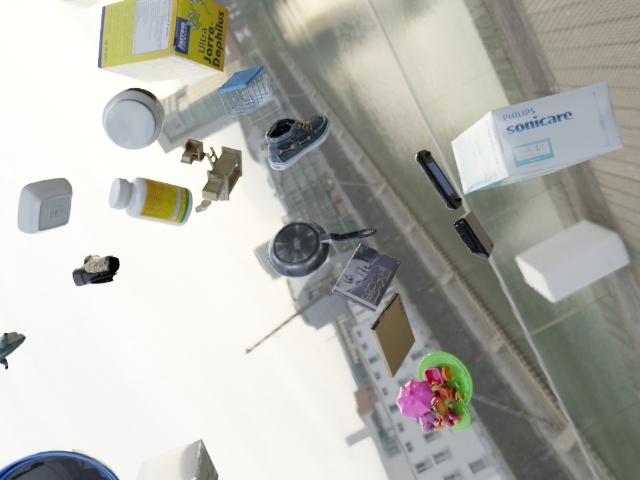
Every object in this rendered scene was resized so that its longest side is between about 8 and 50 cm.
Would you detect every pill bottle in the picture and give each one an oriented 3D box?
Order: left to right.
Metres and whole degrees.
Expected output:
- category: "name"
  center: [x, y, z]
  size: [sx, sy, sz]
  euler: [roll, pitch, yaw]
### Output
- category: "pill bottle"
  center: [-0.418, -0.271, 1.450]
  size: [0.131, 0.131, 0.229]
  euler: [61, 178, -20]
- category: "pill bottle"
  center: [-0.470, -0.111, 1.793]
  size: [0.208, 0.118, 0.118]
  euler: [11, -143, -35]

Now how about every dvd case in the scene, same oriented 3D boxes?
- category: "dvd case"
  center: [0.163, 0.128, 2.263]
  size: [0.164, 0.221, 0.018]
  euler: [26, 152, 12]

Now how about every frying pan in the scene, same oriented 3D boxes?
- category: "frying pan"
  center: [-0.009, 0.026, 1.955]
  size: [0.053, 0.326, 0.197]
  euler: [64, -144, -60]

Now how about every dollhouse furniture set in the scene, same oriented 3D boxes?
- category: "dollhouse furniture set"
  center: [-0.313, -0.163, 1.719]
  size: [0.101, 0.160, 0.182]
  euler: [94, -167, -47]

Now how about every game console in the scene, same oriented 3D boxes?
- category: "game console"
  center: [0.385, -0.108, 1.874]
  size: [0.361, 0.044, 0.213]
  euler: [56, -160, 3]

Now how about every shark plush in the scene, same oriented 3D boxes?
- category: "shark plush"
  center: [-0.776, 0.289, 1.569]
  size: [0.067, 0.073, 0.161]
  euler: [45, -140, -39]

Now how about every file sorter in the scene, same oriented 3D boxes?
- category: "file sorter"
  center: [-0.262, -0.520, 2.260]
  size: [0.170, 0.118, 0.104]
  euler: [-63, -41, -51]

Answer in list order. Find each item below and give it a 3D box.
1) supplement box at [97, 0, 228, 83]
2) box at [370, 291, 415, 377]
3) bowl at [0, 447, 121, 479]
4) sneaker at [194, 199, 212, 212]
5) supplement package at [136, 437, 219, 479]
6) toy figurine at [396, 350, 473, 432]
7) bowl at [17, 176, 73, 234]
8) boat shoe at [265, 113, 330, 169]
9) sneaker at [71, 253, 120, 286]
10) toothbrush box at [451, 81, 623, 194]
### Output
- category: "supplement box"
  center: [-0.468, -0.595, 1.912]
  size: [0.195, 0.356, 0.194]
  euler: [5, -90, -53]
- category: "box"
  center: [0.219, 0.283, 1.933]
  size: [0.021, 0.164, 0.201]
  euler: [5, 131, 36]
- category: "bowl"
  center: [-0.675, 0.713, 1.637]
  size: [0.391, 0.391, 0.077]
  euler: [61, 170, -9]
- category: "sneaker"
  center: [-0.402, -0.123, 2.258]
  size: [0.037, 0.083, 0.032]
  euler: [-11, -103, -54]
- category: "supplement package"
  center: [-0.420, 0.730, 1.885]
  size: [0.262, 0.204, 0.145]
  euler: [-125, 14, -79]
- category: "toy figurine"
  center: [0.221, 0.329, 1.309]
  size: [0.159, 0.130, 0.173]
  euler: [-14, -95, -50]
- category: "bowl"
  center: [-0.679, -0.080, 1.622]
  size: [0.053, 0.142, 0.142]
  euler: [31, -151, 23]
- category: "boat shoe"
  center: [-0.042, -0.228, 1.346]
  size: [0.065, 0.183, 0.083]
  euler: [25, 144, 27]
- category: "sneaker"
  center: [-0.441, 0.056, 1.310]
  size: [0.170, 0.089, 0.051]
  euler: [-101, -5, -76]
- category: "toothbrush box"
  center: [0.401, -0.187, 1.254]
  size: [0.295, 0.216, 0.126]
  euler: [130, 126, -86]
